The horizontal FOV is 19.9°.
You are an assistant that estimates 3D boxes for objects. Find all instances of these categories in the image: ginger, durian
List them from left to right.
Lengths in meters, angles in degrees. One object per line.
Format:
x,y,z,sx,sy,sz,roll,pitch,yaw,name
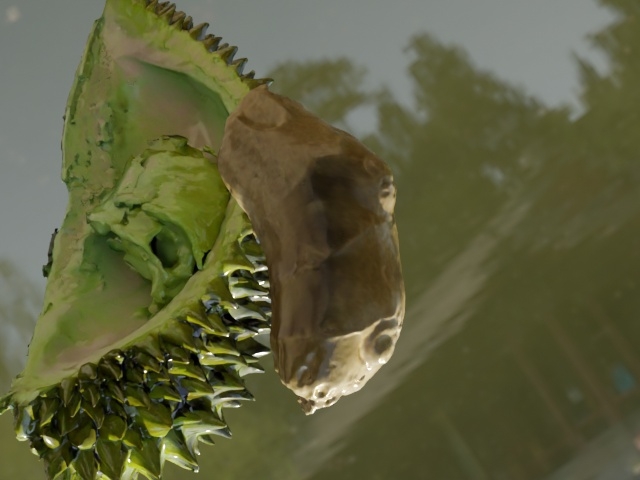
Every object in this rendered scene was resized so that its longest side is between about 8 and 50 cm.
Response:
-0.102,0.010,1.175,0.170,0.355,0.157,13,150,0,durian
-0.002,0.000,1.005,0.095,0.190,0.069,-10,165,0,ginger
